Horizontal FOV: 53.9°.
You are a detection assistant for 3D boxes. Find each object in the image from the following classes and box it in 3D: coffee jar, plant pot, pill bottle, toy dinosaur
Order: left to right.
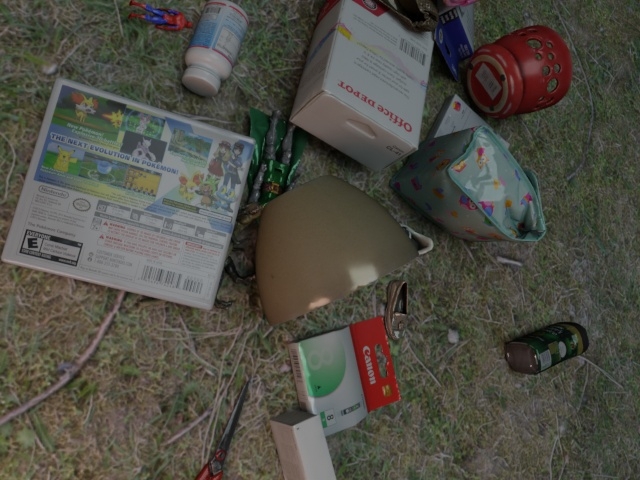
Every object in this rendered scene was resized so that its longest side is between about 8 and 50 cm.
[{"bbox_3d":[-0.191,-0.344,1.132,0.087,0.087,0.160,25,72,-23],"label":"pill bottle"},{"bbox_3d":[-0.180,0.053,1.099,0.118,0.064,0.268,46,68,-9],"label":"toy dinosaur"},{"bbox_3d":[0.000,0.000,1.085,0.284,0.284,0.191,-25,88,-29],"label":"plant pot"},{"bbox_3d":[0.439,-0.374,1.430,0.174,0.191,0.191,-23,94,-20],"label":"plant pot"},{"bbox_3d":[0.518,0.241,1.428,0.184,0.096,0.079,-13,92,-30],"label":"coffee jar"}]

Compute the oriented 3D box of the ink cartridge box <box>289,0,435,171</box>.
[{"bbox_3d":[0.088,-0.324,1.230,0.226,0.131,0.306,27,61,-24],"label":"ink cartridge box"}]

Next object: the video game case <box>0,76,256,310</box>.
[{"bbox_3d":[-0.297,-0.070,1.015,0.328,0.036,0.300,16,83,-15],"label":"video game case"}]

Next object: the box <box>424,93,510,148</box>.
[{"bbox_3d":[0.334,-0.217,1.429,0.186,0.038,0.145,37,67,-20],"label":"box"}]

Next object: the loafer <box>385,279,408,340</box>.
[{"bbox_3d":[0.159,0.141,1.278,0.045,0.039,0.125,7,79,-28],"label":"loafer"}]

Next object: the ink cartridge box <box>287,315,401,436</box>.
[{"bbox_3d":[0.059,0.255,1.201,0.224,0.056,0.181,-12,88,-28],"label":"ink cartridge box"}]

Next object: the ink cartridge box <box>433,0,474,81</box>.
[{"bbox_3d":[0.297,-0.496,1.376,0.223,0.045,0.224,23,67,-64],"label":"ink cartridge box"}]

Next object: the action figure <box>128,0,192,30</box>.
[{"bbox_3d":[-0.284,-0.398,1.124,0.115,0.030,0.038,4,86,-33],"label":"action figure"}]

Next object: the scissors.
[{"bbox_3d":[-0.172,0.389,1.076,0.109,0.021,0.297,42,65,-14],"label":"scissors"}]

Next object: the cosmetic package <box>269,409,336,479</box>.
[{"bbox_3d":[-0.016,0.425,1.108,0.060,0.099,0.239,-15,90,-29],"label":"cosmetic package"}]

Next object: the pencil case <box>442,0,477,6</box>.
[{"bbox_3d":[0.172,-0.613,1.236,0.386,0.167,0.160,42,101,22],"label":"pencil case"}]

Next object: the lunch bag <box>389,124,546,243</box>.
[{"bbox_3d":[0.315,-0.091,1.293,0.262,0.223,0.160,42,73,-17],"label":"lunch bag"}]

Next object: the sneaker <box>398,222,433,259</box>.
[{"bbox_3d":[0.110,-0.016,1.245,0.235,0.095,0.090,14,78,-24],"label":"sneaker"}]

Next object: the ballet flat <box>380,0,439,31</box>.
[{"bbox_3d":[0.130,-0.479,1.189,0.250,0.084,0.058,35,41,-24],"label":"ballet flat"}]

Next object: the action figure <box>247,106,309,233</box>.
[{"bbox_3d":[-0.087,-0.121,1.175,0.137,0.063,0.232,14,79,-29],"label":"action figure"}]
